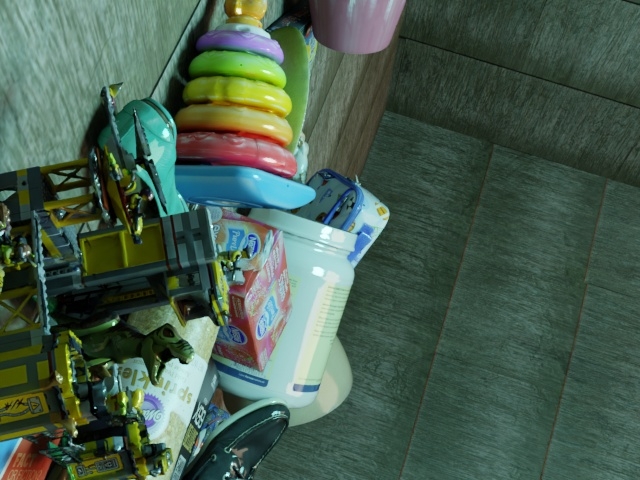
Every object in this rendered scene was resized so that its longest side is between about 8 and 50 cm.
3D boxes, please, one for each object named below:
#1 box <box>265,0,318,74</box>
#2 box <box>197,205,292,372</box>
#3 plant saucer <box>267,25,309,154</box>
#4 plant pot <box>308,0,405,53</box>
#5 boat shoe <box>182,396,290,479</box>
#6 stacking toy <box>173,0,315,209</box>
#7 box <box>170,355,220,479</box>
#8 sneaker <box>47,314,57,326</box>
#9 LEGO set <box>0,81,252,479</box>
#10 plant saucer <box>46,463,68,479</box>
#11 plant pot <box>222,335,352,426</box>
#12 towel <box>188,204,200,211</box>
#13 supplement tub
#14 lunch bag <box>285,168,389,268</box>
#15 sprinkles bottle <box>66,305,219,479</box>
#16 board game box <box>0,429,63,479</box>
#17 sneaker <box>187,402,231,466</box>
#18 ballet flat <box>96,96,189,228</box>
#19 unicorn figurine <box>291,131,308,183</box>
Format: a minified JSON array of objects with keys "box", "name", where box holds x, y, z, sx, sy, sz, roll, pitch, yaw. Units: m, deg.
[{"box":[-0.053,-0.302,1.516,0.233,0.044,0.159,-62,168,-60],"name":"box"},{"box":[-0.126,0.074,1.308,0.257,0.128,0.123,87,25,-60],"name":"box"},{"box":[-0.084,-0.173,1.212,0.241,0.037,0.241,-34,-129,57],"name":"plant saucer"},{"box":[0.059,-0.403,1.423,0.201,0.201,0.180,-64,164,-52],"name":"plant pot"},{"box":[-0.168,0.406,1.503,0.340,0.113,0.127,-38,138,-3],"name":"boat shoe"},{"box":[-0.097,-0.192,1.064,0.175,0.165,0.302,11,83,-62],"name":"stacking toy"},{"box":[-0.238,0.270,1.353,0.307,0.076,0.243,92,17,-68],"name":"box"},{"box":[-0.241,0.078,0.930,0.061,0.053,0.152,-65,173,34],"name":"sneaker"},{"box":[-0.142,0.062,0.726,0.331,0.192,0.255,84,-7,-59],"name":"LEGO set"},{"box":[-0.309,0.290,1.061,0.083,0.015,0.084,18,90,-84],"name":"plant saucer"},{"box":[-0.084,0.233,1.916,0.284,0.284,0.191,-62,147,-59],"name":"plant pot"},{"box":[-0.186,0.007,1.318,0.113,0.023,0.152,67,42,-80],"name":"towel"},{"box":[-0.075,0.114,1.629,0.235,0.235,0.325,0,108,-84],"name":"supplement tub"},{"box":[0.000,0.000,1.843,0.303,0.115,0.243,-56,-150,5],"name":"lunch bag"},{"box":[-0.216,0.214,1.077,0.121,0.121,0.356,96,9,-63],"name":"sprinkles bottle"},{"box":[-0.313,0.258,0.700,0.242,0.064,0.317,83,26,-76],"name":"board game box"},{"box":[-0.233,0.407,1.758,0.083,0.087,0.221,100,10,-48],"name":"sneaker"},{"box":[-0.190,-0.050,0.938,0.087,0.083,0.247,-43,162,-22],"name":"ballet flat"},{"box":[-0.050,-0.153,1.899,0.111,0.060,0.162,17,91,-83],"name":"unicorn figurine"}]
